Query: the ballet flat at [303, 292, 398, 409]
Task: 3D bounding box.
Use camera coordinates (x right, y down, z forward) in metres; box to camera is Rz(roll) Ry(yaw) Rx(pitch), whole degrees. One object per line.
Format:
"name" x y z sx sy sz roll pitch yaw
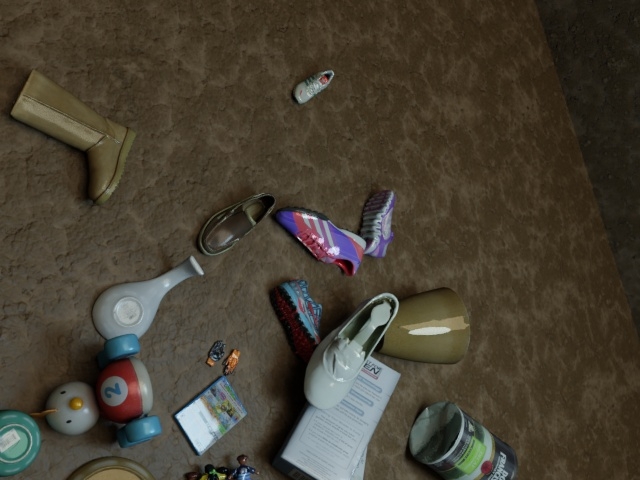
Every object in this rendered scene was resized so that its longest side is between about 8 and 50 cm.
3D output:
"ballet flat" 0.089 0.270 1.878 0.139 0.139 0.400 55 48 -14

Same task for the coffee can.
"coffee can" 0.432 0.640 2.152 0.275 0.202 0.201 39 57 -24

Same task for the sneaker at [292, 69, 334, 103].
"sneaker" -0.019 -0.475 2.162 0.161 0.075 0.057 -45 107 -38

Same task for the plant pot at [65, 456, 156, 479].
"plant pot" -0.446 0.580 1.518 0.237 0.032 0.236 13 59 -23

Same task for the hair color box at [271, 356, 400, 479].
"hair color box" 0.046 0.475 1.896 0.185 0.113 0.374 32 57 1

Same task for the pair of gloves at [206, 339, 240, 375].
"pair of gloves" -0.247 0.300 1.811 0.083 0.010 0.074 37 59 -23

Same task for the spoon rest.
"spoon rest" -0.411 0.136 1.690 0.276 0.084 0.137 -35 100 -26

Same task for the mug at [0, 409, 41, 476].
"mug" -0.628 0.416 1.410 0.130 0.097 0.157 17 67 -35

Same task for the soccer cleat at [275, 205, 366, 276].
"soccer cleat" 0.000 0.000 2.036 0.318 0.109 0.116 27 67 -34

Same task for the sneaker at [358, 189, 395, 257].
"sneaker" 0.187 -0.044 2.213 0.105 0.095 0.236 36 63 -35

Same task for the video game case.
"video game case" -0.270 0.430 1.755 0.166 0.015 0.119 -36 101 -39

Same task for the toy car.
"toy car" -0.486 0.341 1.494 0.238 0.210 0.219 -12 75 -28

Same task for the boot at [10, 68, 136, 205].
"boot" -0.583 -0.232 1.635 0.270 0.089 0.236 30 50 -30

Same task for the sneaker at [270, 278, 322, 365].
"sneaker" -0.027 0.224 1.952 0.125 0.104 0.261 -27 96 -43

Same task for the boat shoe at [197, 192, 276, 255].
"boat shoe" -0.215 -0.055 1.875 0.257 0.095 0.095 -46 108 -37

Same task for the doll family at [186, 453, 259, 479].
"doll family" -0.238 0.581 1.707 0.193 0.076 0.111 4 71 -44

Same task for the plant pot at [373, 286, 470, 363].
"plant pot" 0.274 0.264 2.131 0.255 0.237 0.236 -1 79 -23

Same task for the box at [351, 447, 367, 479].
"box" 0.070 0.675 1.935 0.063 0.067 0.323 25 63 -32
